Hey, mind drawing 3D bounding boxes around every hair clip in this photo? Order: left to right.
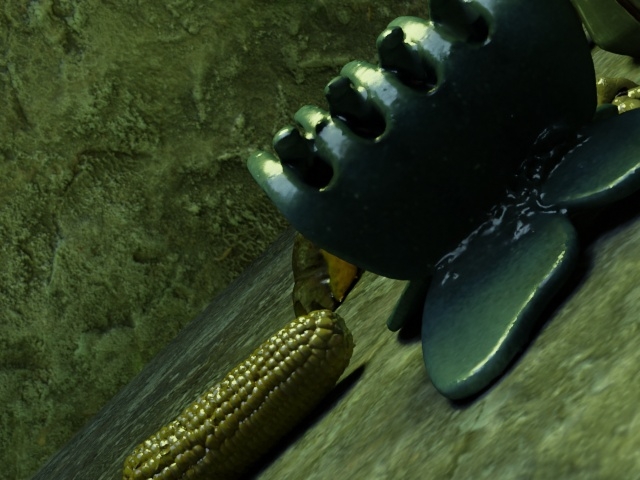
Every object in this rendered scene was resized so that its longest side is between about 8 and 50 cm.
[{"bbox_3d":[0.117,-0.080,1.061,0.318,0.238,0.392,-44,6,2],"label":"hair clip"}]

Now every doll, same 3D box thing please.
[{"bbox_3d":[0.307,-0.132,1.220,0.061,0.051,0.093,-41,36,18],"label":"doll"}]

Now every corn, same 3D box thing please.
[{"bbox_3d":[-0.083,0.180,1.252,0.292,0.101,0.101,-44,6,4],"label":"corn"}]

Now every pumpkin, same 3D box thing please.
[{"bbox_3d":[0.000,0.000,1.752,0.130,0.149,0.254,-27,17,42],"label":"pumpkin"}]

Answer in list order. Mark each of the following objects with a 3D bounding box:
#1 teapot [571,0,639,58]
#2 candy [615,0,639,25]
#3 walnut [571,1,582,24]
[{"bbox_3d":[0.347,-0.412,1.381,0.300,0.344,0.253,-39,9,36],"label":"teapot"},{"bbox_3d":[0.280,-0.265,0.947,0.179,0.321,0.135,-46,2,12],"label":"candy"},{"bbox_3d":[0.316,-0.300,1.813,0.144,0.144,0.180,-45,10,-14],"label":"walnut"}]
